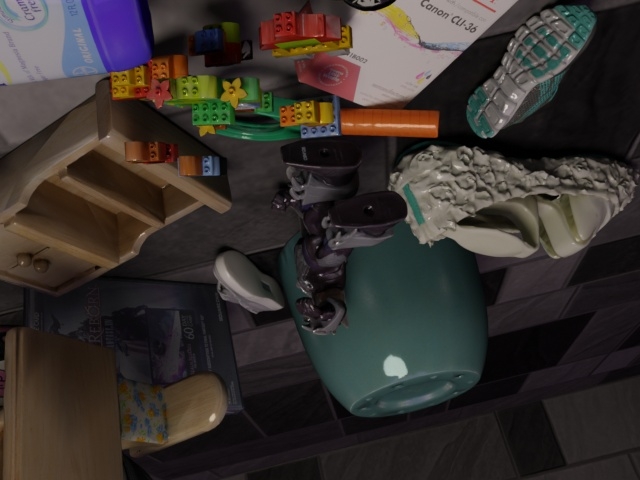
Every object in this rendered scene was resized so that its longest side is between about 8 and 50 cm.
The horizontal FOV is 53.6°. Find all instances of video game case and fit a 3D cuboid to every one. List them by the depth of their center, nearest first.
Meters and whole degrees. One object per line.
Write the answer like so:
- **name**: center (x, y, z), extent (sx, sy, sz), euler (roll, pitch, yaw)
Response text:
- **video game case**: center (-0.243, 0.138, 0.836), extent (0.274, 0.196, 0.026), euler (8, 142, -34)

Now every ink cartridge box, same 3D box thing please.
- **ink cartridge box**: center (0.076, -0.199, 0.516), extent (0.115, 0.067, 0.198), euler (11, 143, -36)

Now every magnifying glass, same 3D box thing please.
- **magnifying glass**: center (-0.007, -0.113, 0.590), extent (0.231, 0.026, 0.092), euler (6, 172, 11)

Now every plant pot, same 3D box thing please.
- **plant pot**: center (0.104, 0.111, 0.904), extent (0.293, 0.235, 0.293), euler (-11, 150, -6)

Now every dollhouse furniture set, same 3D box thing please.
- **dollhouse furniture set**: center (-0.210, 0.100, 0.580), extent (0.257, 0.394, 0.362), euler (-27, 149, 21)

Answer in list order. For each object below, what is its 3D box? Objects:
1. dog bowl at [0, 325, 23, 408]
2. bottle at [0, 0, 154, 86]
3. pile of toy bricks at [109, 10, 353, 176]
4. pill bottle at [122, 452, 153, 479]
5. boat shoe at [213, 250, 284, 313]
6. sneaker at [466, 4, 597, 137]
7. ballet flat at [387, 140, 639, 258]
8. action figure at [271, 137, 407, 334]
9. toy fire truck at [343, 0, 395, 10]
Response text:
- **dog bowl**: center (-0.527, 0.269, 0.993), extent (0.408, 0.150, 0.408), euler (-11, 152, -6)
- **bottle**: center (-0.262, -0.155, 0.420), extent (0.283, 0.092, 0.118), euler (-9, 153, -8)
- **pile of toy bricks**: center (-0.085, -0.109, 0.477), extent (0.212, 0.118, 0.105), euler (-2, -176, 19)
- **pill bottle**: center (-0.360, 0.379, 0.890), extent (0.210, 0.210, 0.363), euler (-11, 151, -6)
- **boat shoe**: center (-0.114, 0.067, 0.915), extent (0.063, 0.066, 0.184), euler (-22, 160, 13)
- **sneaker**: center (0.222, -0.174, 0.651), extent (0.076, 0.065, 0.166), euler (-14, 159, -35)
- **ballet flat**: center (0.269, -0.036, 0.825), extent (0.409, 0.146, 0.147), euler (1, 148, -26)
- **action figure**: center (0.000, 0.000, 0.707), extent (0.099, 0.185, 0.285), euler (-16, 159, -16)
- **toy fire truck**: center (0.068, -0.275, 0.335), extent (0.217, 0.246, 0.158), euler (-14, -168, 10)
